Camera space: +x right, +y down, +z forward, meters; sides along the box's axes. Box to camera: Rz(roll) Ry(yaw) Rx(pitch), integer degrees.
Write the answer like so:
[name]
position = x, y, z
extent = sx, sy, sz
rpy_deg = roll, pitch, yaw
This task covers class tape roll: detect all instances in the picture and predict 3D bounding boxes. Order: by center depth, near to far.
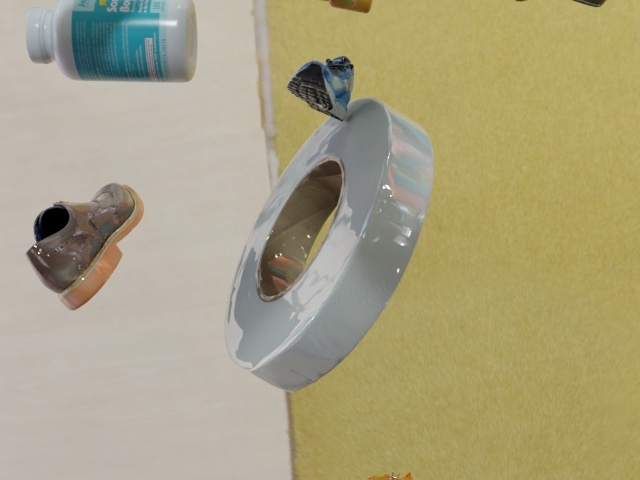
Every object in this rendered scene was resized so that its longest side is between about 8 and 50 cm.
[tape roll]
position = 0.000, 0.000, 1.160
extent = 0.072, 0.392, 0.392
rpy_deg = 28, 71, -21

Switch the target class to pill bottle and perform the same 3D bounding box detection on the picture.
[pill bottle]
position = -0.341, -0.335, 1.478
extent = 0.264, 0.146, 0.146
rpy_deg = 1, 67, -1

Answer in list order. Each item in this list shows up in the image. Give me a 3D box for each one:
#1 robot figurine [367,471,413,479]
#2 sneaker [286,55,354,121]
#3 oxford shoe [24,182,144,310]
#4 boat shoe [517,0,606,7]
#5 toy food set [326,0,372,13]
[robot figurine]
position = 0.111, 0.480, 1.253
extent = 0.085, 0.211, 0.291
rpy_deg = -9, 70, -5
[sneaker]
position = 0.006, -0.202, 1.117
extent = 0.063, 0.162, 0.073
rpy_deg = 24, 92, 10
[oxford shoe]
position = -0.391, -0.031, 1.499
extent = 0.130, 0.133, 0.363
rpy_deg = -40, 20, 15
[boat shoe]
position = 0.296, -0.417, 1.350
extent = 0.305, 0.091, 0.109
rpy_deg = 28, 37, 13
[toy food set]
position = 0.056, -0.518, 1.537
extent = 0.104, 0.111, 0.232
rpy_deg = 12, 115, 6
